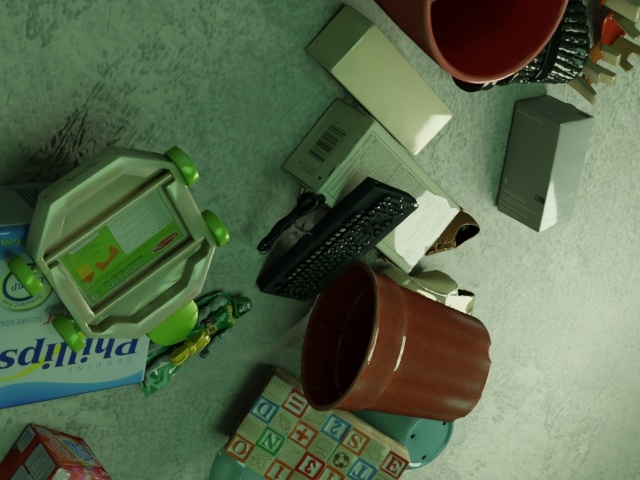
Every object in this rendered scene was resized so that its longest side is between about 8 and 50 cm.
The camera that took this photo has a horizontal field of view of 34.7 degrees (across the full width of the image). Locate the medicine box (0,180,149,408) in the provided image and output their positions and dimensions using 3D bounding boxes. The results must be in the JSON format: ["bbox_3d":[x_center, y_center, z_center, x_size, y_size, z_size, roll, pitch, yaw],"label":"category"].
[{"bbox_3d":[-0.382,0.071,1.467,0.264,0.149,0.289,-7,119,-36],"label":"medicine box"}]

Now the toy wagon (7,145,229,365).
[{"bbox_3d":[-0.253,0.038,1.397,0.267,0.068,0.344,-37,134,-15],"label":"toy wagon"}]

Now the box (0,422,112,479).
[{"bbox_3d":[-0.468,0.442,1.647,0.123,0.128,0.257,32,94,-45],"label":"box"}]

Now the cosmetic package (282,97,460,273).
[{"bbox_3d":[0.094,-0.089,1.777,0.160,0.113,0.309,-50,136,-1],"label":"cosmetic package"}]

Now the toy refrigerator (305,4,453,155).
[{"bbox_3d":[0.100,-0.261,1.690,0.102,0.094,0.269,-47,135,5],"label":"toy refrigerator"}]

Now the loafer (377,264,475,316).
[{"bbox_3d":[0.209,0.097,2.001,0.268,0.102,0.092,30,86,-43],"label":"loafer"}]

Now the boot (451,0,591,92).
[{"bbox_3d":[0.365,-0.425,1.771,0.260,0.131,0.348,-13,129,-30],"label":"boot"}]

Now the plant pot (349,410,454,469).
[{"bbox_3d":[0.153,0.342,2.039,0.290,0.195,0.290,-21,128,-29],"label":"plant pot"}]

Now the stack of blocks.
[{"bbox_3d":[-0.005,0.387,1.888,0.297,0.087,0.171,32,96,-2],"label":"stack of blocks"}]

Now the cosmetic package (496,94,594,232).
[{"bbox_3d":[0.438,-0.151,2.007,0.107,0.127,0.238,-18,125,-31],"label":"cosmetic package"}]

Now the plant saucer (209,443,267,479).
[{"bbox_3d":[-0.123,0.443,1.993,0.195,0.037,0.195,-20,128,-28],"label":"plant saucer"}]

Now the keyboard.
[{"bbox_3d":[0.000,0.000,1.704,0.202,0.033,0.317,19,133,-33],"label":"keyboard"}]

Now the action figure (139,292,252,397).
[{"bbox_3d":[-0.213,0.156,1.725,0.232,0.063,0.137,-33,129,-24],"label":"action figure"}]

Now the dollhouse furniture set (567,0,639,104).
[{"bbox_3d":[0.560,-0.431,1.927,0.262,0.135,0.259,-43,158,-9],"label":"dollhouse furniture set"}]

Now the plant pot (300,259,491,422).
[{"bbox_3d":[0.144,0.200,1.832,0.265,0.272,0.272,17,106,-22],"label":"plant pot"}]

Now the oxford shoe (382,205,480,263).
[{"bbox_3d":[0.214,-0.004,1.956,0.212,0.076,0.076,-24,131,-23],"label":"oxford shoe"}]

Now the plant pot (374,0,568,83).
[{"bbox_3d":[0.205,-0.408,1.559,0.275,0.243,0.274,-15,124,-24],"label":"plant pot"}]
